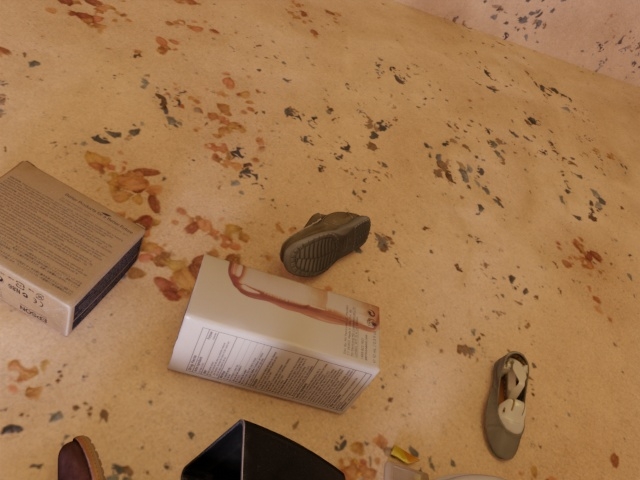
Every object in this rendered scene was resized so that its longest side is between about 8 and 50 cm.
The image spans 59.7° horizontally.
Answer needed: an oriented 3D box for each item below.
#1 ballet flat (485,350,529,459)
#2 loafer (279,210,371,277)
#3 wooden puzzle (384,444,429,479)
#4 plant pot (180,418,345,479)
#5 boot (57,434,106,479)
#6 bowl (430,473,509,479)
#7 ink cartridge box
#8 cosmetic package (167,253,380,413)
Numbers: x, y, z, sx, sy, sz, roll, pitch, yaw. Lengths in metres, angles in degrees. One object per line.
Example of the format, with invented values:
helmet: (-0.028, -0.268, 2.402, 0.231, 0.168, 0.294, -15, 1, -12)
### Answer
ballet flat: (0.345, 0.291, 1.018, 0.072, 0.068, 0.213, 27, 44, -2)
loafer: (0.000, 0.000, 1.105, 0.087, 0.095, 0.251, 25, 28, 31)
wooden puzzle: (0.132, 0.384, 0.865, 0.078, 0.014, 0.116, 23, 44, -1)
plant pot: (-0.066, 0.355, 0.681, 0.166, 0.188, 0.188, 22, 42, -27)
boot: (-0.338, 0.345, 0.599, 0.206, 0.090, 0.249, 2, 54, -30)
bowl: (0.226, 0.431, 0.721, 0.297, 0.134, 0.298, 1, 48, -1)
ink cartridge box: (-0.428, 0.006, 0.866, 0.234, 0.088, 0.193, 30, 42, 1)
cosmetic package: (-0.069, 0.151, 0.875, 0.296, 0.153, 0.129, 19, 43, -13)
